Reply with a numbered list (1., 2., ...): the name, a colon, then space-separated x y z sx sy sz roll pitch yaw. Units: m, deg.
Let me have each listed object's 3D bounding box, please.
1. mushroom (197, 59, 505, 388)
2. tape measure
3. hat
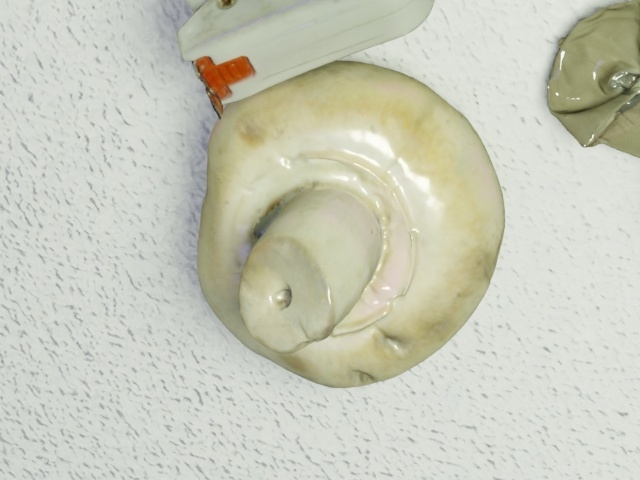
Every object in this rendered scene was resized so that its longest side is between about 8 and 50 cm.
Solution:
1. mushroom: 0.003 -0.018 1.569 0.353 0.353 0.325 -42 64 19
2. tape measure: -0.028 -0.285 1.503 0.258 0.130 0.265 -21 59 8
3. hat: 0.353 -0.169 1.574 0.173 0.144 0.166 14 115 -41
